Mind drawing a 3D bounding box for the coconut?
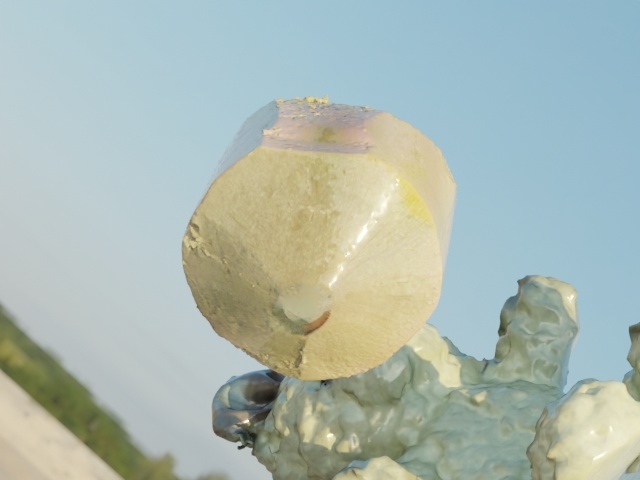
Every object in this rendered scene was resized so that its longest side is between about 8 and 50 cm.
[{"bbox_3d":[0.000,0.000,1.011,0.147,0.147,0.153,43,26,-10],"label":"coconut"}]

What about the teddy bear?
[{"bbox_3d":[0.093,0.110,1.471,0.362,0.327,0.375,40,-34,20],"label":"teddy bear"}]
